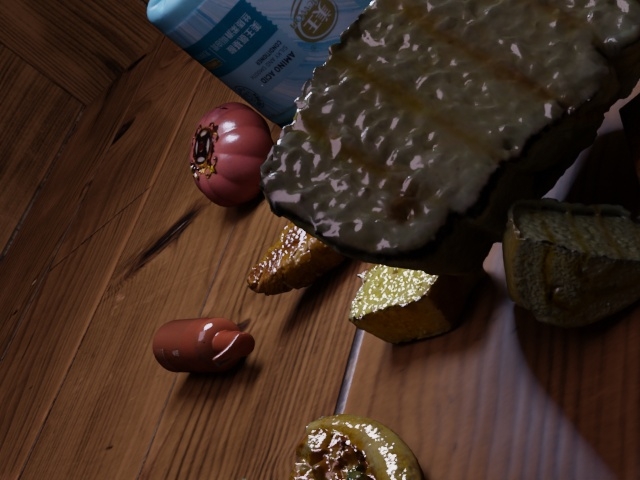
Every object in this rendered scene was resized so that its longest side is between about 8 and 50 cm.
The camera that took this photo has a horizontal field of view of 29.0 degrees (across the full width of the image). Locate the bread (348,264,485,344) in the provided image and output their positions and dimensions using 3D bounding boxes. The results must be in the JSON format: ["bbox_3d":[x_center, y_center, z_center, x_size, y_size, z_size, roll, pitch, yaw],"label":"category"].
[{"bbox_3d":[0.103,0.058,1.389,0.187,0.065,0.103,-19,37,49],"label":"bread"}]

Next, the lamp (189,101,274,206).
[{"bbox_3d":[-0.146,-0.147,2.135,0.182,0.140,0.182,-14,73,57],"label":"lamp"}]

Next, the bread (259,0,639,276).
[{"bbox_3d":[0.134,-0.105,1.248,0.395,0.239,0.264,-48,-20,-10],"label":"bread"}]

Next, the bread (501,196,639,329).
[{"bbox_3d":[0.235,0.031,1.120,0.103,0.156,0.110,-89,8,-64],"label":"bread"}]

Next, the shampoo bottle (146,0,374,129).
[{"bbox_3d":[-0.065,-0.396,2.070,0.331,0.342,0.331,-43,22,23],"label":"shampoo bottle"}]

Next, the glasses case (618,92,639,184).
[{"bbox_3d":[0.331,-0.075,1.137,0.075,0.049,0.218,-40,24,27],"label":"glasses case"}]

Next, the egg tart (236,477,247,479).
[{"bbox_3d":[-0.111,0.315,1.328,0.197,0.078,0.197,-34,-2,-1],"label":"egg tart"}]

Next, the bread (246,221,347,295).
[{"bbox_3d":[0.000,0.000,1.678,0.233,0.076,0.105,-40,36,14],"label":"bread"}]

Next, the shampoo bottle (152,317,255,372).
[{"bbox_3d":[-0.162,0.150,1.769,0.085,0.085,0.244,-60,21,-18],"label":"shampoo bottle"}]

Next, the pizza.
[{"bbox_3d":[0.012,0.266,1.219,0.197,0.058,0.292,-42,26,6],"label":"pizza"}]
